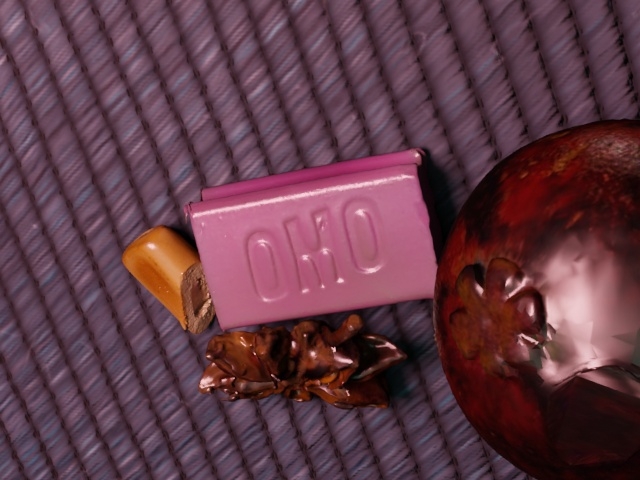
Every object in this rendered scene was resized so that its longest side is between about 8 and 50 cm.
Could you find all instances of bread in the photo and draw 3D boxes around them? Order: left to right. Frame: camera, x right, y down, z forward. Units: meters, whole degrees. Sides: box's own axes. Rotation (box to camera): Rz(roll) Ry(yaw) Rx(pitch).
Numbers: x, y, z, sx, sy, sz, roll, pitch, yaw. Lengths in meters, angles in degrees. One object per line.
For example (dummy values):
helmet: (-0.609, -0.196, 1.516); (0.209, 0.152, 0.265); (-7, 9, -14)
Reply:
bread: (-0.121, 0.031, 1.267); (0.103, 0.049, 0.062); (46, 140, -9)

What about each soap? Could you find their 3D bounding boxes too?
soap: (0.000, 0.000, 1.225); (0.203, 0.065, 0.122); (-10, 107, 15)

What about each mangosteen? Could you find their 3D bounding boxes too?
mangosteen: (0.237, 0.051, 1.092); (0.311, 0.311, 0.311); (4, 111, 10)

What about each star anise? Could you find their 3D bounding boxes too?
star anise: (0.005, 0.101, 1.210); (0.234, 0.177, 0.073); (-11, 69, 44)
